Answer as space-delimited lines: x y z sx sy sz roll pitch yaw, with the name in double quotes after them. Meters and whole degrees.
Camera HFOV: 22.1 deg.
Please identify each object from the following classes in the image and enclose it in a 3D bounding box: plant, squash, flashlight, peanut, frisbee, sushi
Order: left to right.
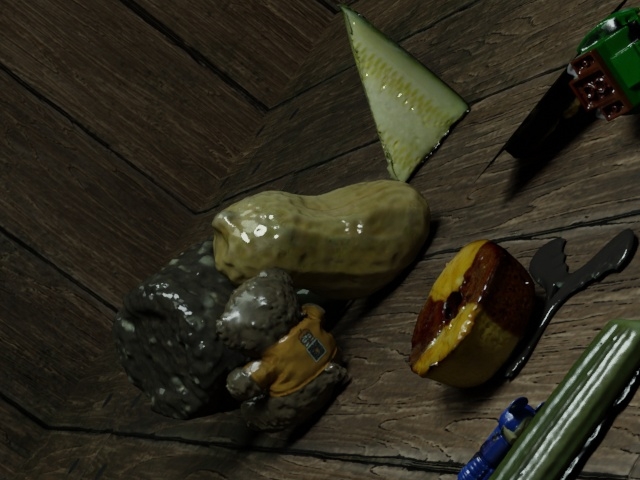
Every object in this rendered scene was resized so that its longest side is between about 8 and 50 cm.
-0.112 0.108 2.275 0.312 0.215 0.213 -25 -30 -44 "plant"
0.004 0.008 2.164 0.143 0.291 0.159 -131 36 -70 "peanut"
0.073 -0.220 2.436 0.169 0.252 0.093 -50 11 9 "squash"
0.165 0.193 1.503 0.121 0.057 0.035 -54 49 19 "flashlight"
0.234 0.063 1.656 0.187 0.012 0.211 -57 13 -16 "frisbee"
0.299 -0.176 1.953 0.279 0.043 0.192 -52 -5 33 "sushi"

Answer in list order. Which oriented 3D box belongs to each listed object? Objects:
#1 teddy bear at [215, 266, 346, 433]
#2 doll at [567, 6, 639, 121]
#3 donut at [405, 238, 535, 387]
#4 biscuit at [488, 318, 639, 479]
-0.051 0.132 2.077 0.140 0.190 0.177 -5 37 52 "teddy bear"
0.345 -0.201 1.768 0.134 0.106 0.186 -34 4 29 "doll"
0.159 0.081 1.701 0.166 0.073 0.184 -60 9 -10 "donut"
0.186 0.194 1.422 0.322 0.038 0.099 -54 10 -4 "biscuit"
